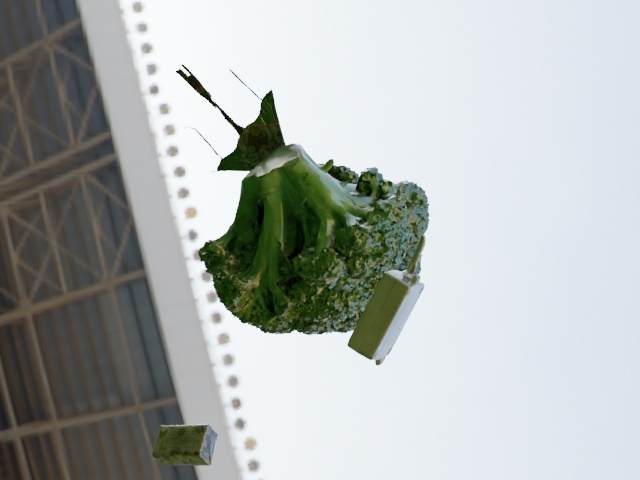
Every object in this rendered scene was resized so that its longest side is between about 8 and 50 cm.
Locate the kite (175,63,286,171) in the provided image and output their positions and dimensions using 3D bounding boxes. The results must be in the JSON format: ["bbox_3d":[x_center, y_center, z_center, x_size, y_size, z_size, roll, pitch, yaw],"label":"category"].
[{"bbox_3d":[-0.141,-0.188,1.784,0.244,0.006,0.198,41,-54,-4],"label":"kite"}]

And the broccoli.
[{"bbox_3d":[-0.008,0.004,1.752,0.321,0.310,0.413,-60,-162,14],"label":"broccoli"}]

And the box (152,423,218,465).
[{"bbox_3d":[-0.221,0.335,1.821,0.098,0.045,0.062,-8,-130,23],"label":"box"}]

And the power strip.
[{"bbox_3d":[0.092,0.073,1.387,0.042,0.075,0.175,30,-82,18],"label":"power strip"}]
